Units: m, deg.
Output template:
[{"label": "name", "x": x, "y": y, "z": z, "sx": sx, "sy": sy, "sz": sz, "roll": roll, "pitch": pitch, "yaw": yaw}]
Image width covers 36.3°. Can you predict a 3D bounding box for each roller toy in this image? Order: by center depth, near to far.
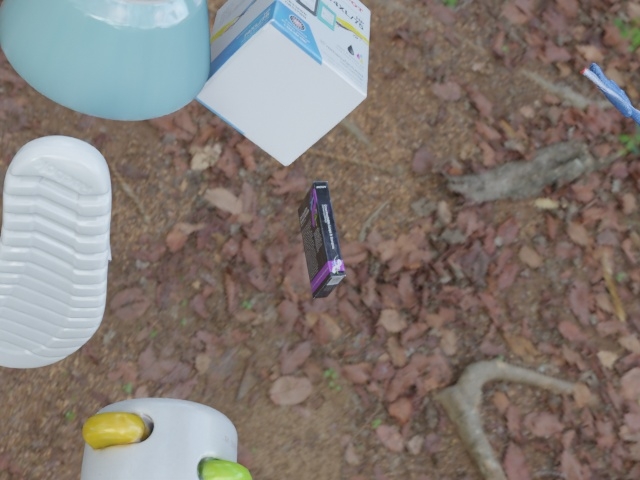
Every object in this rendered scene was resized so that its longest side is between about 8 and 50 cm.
[{"label": "roller toy", "x": -0.203, "y": 0.282, "z": 1.225, "sx": 0.209, "sy": 0.191, "sz": 0.146, "roll": 11, "pitch": 57, "yaw": -17}]

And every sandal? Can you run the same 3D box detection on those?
[{"label": "sandal", "x": -0.347, "y": 0.019, "z": 1.266, "sx": 0.169, "sy": 0.416, "sz": 0.102, "roll": 16, "pitch": 41, "yaw": -17}]

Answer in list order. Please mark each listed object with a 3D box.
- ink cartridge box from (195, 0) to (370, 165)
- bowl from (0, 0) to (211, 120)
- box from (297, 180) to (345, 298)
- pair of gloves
[{"label": "ink cartridge box", "x": -0.055, "y": -0.309, "z": 1.596, "sx": 0.198, "sy": 0.197, "sz": 0.270, "roll": 35, "pitch": 35, "yaw": -25}, {"label": "bowl", "x": -0.283, "y": -0.336, "z": 1.368, "sx": 0.312, "sy": 0.163, "sz": 0.311, "roll": 13, "pitch": 53, "yaw": -17}, {"label": "box", "x": 0.000, "y": 0.000, "z": 1.570, "sx": 0.029, "sy": 0.116, "sz": 0.162, "roll": -6, "pitch": 72, "yaw": -17}, {"label": "pair of gloves", "x": 0.495, "y": -0.233, "z": 1.606, "sx": 0.159, "sy": 0.023, "sz": 0.198, "roll": 46, "pitch": 21, "yaw": 9}]
